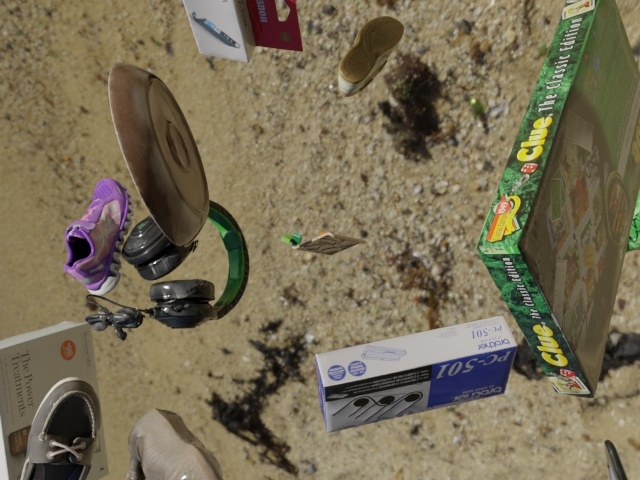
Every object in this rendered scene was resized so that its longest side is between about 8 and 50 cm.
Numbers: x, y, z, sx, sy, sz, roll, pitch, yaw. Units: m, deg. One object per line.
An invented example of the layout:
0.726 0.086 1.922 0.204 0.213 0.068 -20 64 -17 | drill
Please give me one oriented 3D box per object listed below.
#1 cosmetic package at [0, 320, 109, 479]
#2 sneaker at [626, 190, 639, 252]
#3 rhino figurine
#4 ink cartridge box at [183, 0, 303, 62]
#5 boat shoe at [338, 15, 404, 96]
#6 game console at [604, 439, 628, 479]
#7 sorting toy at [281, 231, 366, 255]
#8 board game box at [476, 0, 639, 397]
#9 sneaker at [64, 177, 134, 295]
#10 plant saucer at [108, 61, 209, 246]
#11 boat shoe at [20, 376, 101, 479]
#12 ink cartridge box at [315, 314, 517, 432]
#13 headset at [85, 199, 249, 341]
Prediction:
-0.622 0.393 1.672 0.097 0.284 0.377 -3 96 25 | cosmetic package
0.550 -0.013 1.402 0.295 0.123 0.109 -28 85 31 | sneaker
-0.148 0.273 0.843 0.243 0.073 0.106 24 115 48 | rhino figurine
-0.187 -0.541 1.769 0.261 0.066 0.296 12 154 12 | ink cartridge box
0.059 -0.231 0.938 0.050 0.135 0.045 35 149 7 | boat shoe
0.147 0.188 0.392 0.071 0.107 0.122 35 155 51 | game console
0.000 0.000 0.799 0.062 0.012 0.083 -18 159 41 | sorting toy
0.170 -0.045 0.486 0.030 0.259 0.136 -7 132 40 | board game box
-0.424 -0.020 1.410 0.095 0.236 0.104 -14 151 33 | sneaker
-0.246 -0.143 1.206 0.050 0.310 0.310 -19 128 6 | plant saucer
-0.425 0.385 1.201 0.112 0.335 0.095 15 -166 -31 | boat shoe
0.101 0.145 0.809 0.207 0.046 0.097 -11 138 -7 | ink cartridge box
-0.264 0.063 1.398 0.185 0.394 0.243 -9 107 41 | headset
